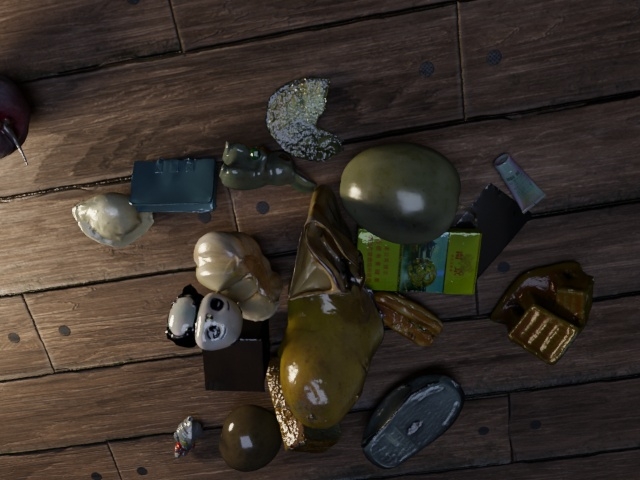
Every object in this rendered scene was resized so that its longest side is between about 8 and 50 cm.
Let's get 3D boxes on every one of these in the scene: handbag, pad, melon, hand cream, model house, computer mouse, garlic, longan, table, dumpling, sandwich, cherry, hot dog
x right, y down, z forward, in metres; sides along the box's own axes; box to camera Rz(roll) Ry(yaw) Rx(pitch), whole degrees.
[{"bbox_3d":[-0.382,-0.148,1.328,0.220,0.057,0.144,-1,71,2],"label":"handbag"},{"bbox_3d":[0.446,-0.013,1.413,0.159,0.009,0.265,34,106,-10],"label":"pad"},{"bbox_3d":[0.203,-0.118,1.251,0.307,0.272,0.272,21,110,-11],"label":"melon"},{"bbox_3d":[0.525,-0.152,1.343,0.076,0.047,0.174,-42,112,12],"label":"hand cream"},{"bbox_3d":[0.624,0.192,1.361,0.173,0.239,0.268,25,110,-7],"label":"model house"},{"bbox_3d":[0.279,0.546,1.569,0.374,0.114,0.203,-43,101,7],"label":"computer mouse"},{"bbox_3d":[-0.231,0.083,1.385,0.203,0.185,0.281,-22,131,30],"label":"garlic"},{"bbox_3d":[-0.217,0.608,1.569,0.197,0.198,0.213,-3,105,2],"label":"longan"},{"bbox_3d":[-0.229,0.303,1.448,0.172,0.193,0.169,1,110,1],"label":"table"},{"bbox_3d":[-0.555,-0.054,1.366,0.180,0.111,0.155,-4,107,9],"label":"dumpling"},{"bbox_3d":[-0.054,0.508,1.563,0.099,0.289,0.254,-31,151,19],"label":"sandwich"},{"bbox_3d":[-0.825,-0.308,1.241,0.265,0.183,0.214,22,96,7],"label":"cherry"},{"bbox_3d":[0.244,0.219,1.471,0.269,0.072,0.109,33,106,-12],"label":"hot dog"}]

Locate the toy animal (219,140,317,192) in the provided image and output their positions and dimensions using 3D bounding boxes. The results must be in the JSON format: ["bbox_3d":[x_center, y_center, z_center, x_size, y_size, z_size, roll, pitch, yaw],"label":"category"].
[{"bbox_3d":[-0.133,-0.182,1.321,0.251,0.127,0.126,8,93,-14],"label":"toy animal"}]

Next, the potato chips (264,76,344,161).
[{"bbox_3d":[-0.035,-0.305,1.309,0.201,0.029,0.220,-25,105,11],"label":"potato chips"}]

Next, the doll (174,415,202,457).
[{"bbox_3d":[-0.434,0.641,1.648,0.093,0.079,0.180,3,121,-30],"label":"doll"}]

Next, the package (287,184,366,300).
[{"bbox_3d":[0.031,0.011,1.270,0.164,0.311,0.222,12,109,-1],"label":"package"}]

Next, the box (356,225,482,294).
[{"bbox_3d":[0.268,0.053,1.412,0.334,0.047,0.187,2,110,4],"label":"box"}]

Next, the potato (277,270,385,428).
[{"bbox_3d":[0.008,0.293,1.358,0.289,0.296,0.398,4,115,18],"label":"potato"}]

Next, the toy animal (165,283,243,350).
[{"bbox_3d":[-0.286,0.194,1.287,0.178,0.138,0.166,3,75,21],"label":"toy animal"}]
